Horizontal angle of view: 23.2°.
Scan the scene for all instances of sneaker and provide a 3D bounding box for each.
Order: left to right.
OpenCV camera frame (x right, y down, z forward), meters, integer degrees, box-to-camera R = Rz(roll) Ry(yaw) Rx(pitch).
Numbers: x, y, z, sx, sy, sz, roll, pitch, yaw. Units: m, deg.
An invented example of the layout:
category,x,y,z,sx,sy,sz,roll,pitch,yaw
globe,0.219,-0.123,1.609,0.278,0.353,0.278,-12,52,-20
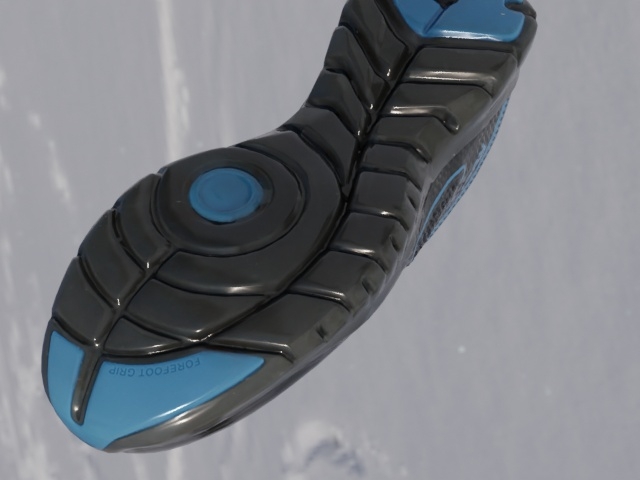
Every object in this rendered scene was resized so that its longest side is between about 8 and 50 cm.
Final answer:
category,x,y,z,sx,sy,sz,roll,pitch,yaw
sneaker,0.000,0.000,0.774,0.125,0.341,0.139,32,144,20
